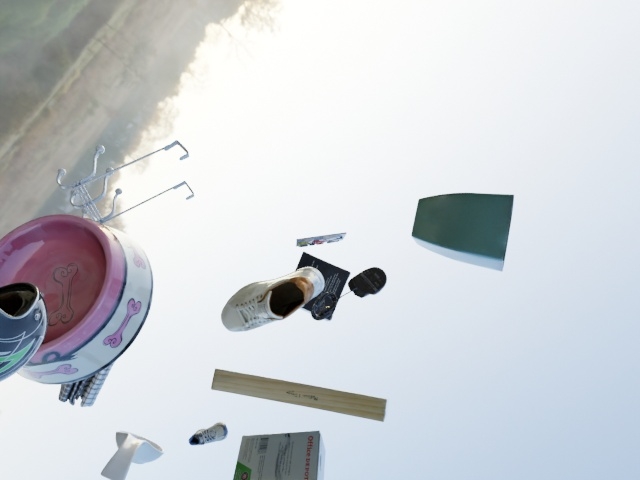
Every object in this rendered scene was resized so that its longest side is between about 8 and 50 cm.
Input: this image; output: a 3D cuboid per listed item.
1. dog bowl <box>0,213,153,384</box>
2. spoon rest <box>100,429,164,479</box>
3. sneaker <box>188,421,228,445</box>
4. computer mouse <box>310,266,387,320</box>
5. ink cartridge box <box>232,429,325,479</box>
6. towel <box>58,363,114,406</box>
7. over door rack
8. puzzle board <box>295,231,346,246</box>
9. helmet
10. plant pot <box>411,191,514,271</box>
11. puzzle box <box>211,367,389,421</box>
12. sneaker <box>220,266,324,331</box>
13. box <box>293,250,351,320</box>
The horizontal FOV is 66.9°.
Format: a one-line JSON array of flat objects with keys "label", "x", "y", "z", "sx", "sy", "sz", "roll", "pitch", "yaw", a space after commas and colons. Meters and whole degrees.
[{"label": "dog bowl", "x": -0.616, "y": 0.118, "z": 1.138, "sx": 0.407, "sy": 0.150, "sz": 0.408, "roll": -3, "pitch": -116, "yaw": 5}, {"label": "spoon rest", "x": -0.465, "y": 0.522, "z": 1.213, "sx": 0.084, "sy": 0.137, "sz": 0.276, "roll": -64, "pitch": -176, "yaw": -13}, {"label": "sneaker", "x": -0.319, "y": 0.555, "z": 1.369, "sx": 0.135, "sy": 0.058, "sz": 0.052, "roll": -29, "pitch": -103, "yaw": 26}, {"label": "computer mouse", "x": 0.072, "y": 0.134, "z": 1.195, "sx": 0.242, "sy": 0.071, "sz": 0.041, "roll": -25, "pitch": 154, "yaw": -30}, {"label": "ink cartridge box", "x": -0.096, "y": 0.559, "z": 1.184, "sx": 0.208, "sy": 0.087, "sz": 0.153, "roll": -7, "pitch": -148, "yaw": 10}, {"label": "towel", "x": -0.672, "y": 0.311, "z": 1.419, "sx": 0.235, "sy": 0.121, "sz": 0.284, "roll": -60, "pitch": -154, "yaw": 13}, {"label": "over door rack", "x": -0.524, "y": -0.168, "z": 1.337, "sx": 0.324, "sy": 0.108, "sz": 0.239, "roll": -19, "pitch": 161, "yaw": -17}, {"label": "puzzle board", "x": 0.000, "y": 0.000, "z": 1.248, "sx": 0.096, "sy": 0.128, "sz": 0.011, "roll": 112, "pitch": -31, "yaw": -80}, {"label": "helmet", "x": -0.493, "y": 0.131, "z": 0.704, "sx": 0.169, "sy": 0.161, "sz": 0.170, "roll": -16, "pitch": -121, "yaw": 28}, {"label": "plant pot", "x": 0.366, "y": -0.030, "z": 1.261, "sx": 0.234, "sy": 0.165, "sz": 0.166, "roll": 9, "pitch": -100, "yaw": 22}, {"label": "puzzle box", "x": -0.035, "y": 0.381, "z": 1.206, "sx": 0.408, "sy": 0.272, "sz": 0.052, "roll": 7, "pitch": -105, "yaw": 12}, {"label": "sneaker", "x": -0.137, "y": 0.146, "z": 1.126, "sx": 0.290, "sy": 0.106, "sz": 0.123, "roll": -29, "pitch": -177, "yaw": 23}, {"label": "box", "x": -0.013, "y": 0.139, "z": 1.450, "sx": 0.093, "sy": 0.158, "sz": 0.156, "roll": 105, "pitch": 9, "yaw": -78}]
